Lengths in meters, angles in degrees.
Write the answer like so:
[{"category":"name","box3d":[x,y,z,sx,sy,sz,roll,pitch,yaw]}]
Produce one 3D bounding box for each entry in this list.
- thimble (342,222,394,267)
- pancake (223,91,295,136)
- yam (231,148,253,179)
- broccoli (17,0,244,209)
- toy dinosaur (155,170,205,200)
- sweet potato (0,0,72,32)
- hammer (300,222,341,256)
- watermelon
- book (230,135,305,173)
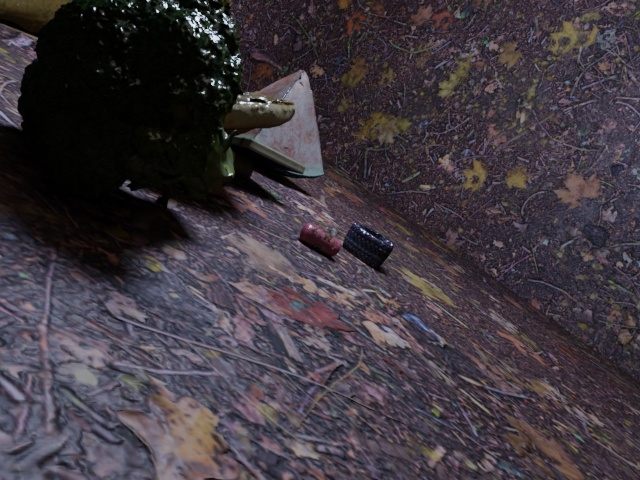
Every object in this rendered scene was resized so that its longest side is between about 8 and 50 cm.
[{"category":"thimble","box3d":[0.108,0.009,1.298,0.104,0.066,0.095,36,14,22]},{"category":"pancake","box3d":[-0.231,-0.230,1.019,0.387,0.082,0.387,2,16,-1]},{"category":"yam","box3d":[-0.200,-0.162,1.154,0.061,0.061,0.274,34,6,10]},{"category":"broccoli","box3d":[-0.214,-0.162,0.703,0.283,0.304,0.321,55,16,-47]},{"category":"toy dinosaur","box3d":[-0.267,-0.138,0.967,0.248,0.075,0.188,20,5,-26]},{"category":"sweet potato","box3d":[-0.720,-0.568,1.401,0.130,0.130,0.422,32,17,-1]},{"category":"hammer","box3d":[0.000,0.000,1.107,0.083,0.043,0.043,31,11,-14]},{"category":"watermelon","box3d":[-0.112,-0.310,1.671,0.283,0.292,0.250,41,-16,42]},{"category":"book","box3d":[-0.190,-0.208,1.310,0.269,0.025,0.191,17,-1,36]}]
